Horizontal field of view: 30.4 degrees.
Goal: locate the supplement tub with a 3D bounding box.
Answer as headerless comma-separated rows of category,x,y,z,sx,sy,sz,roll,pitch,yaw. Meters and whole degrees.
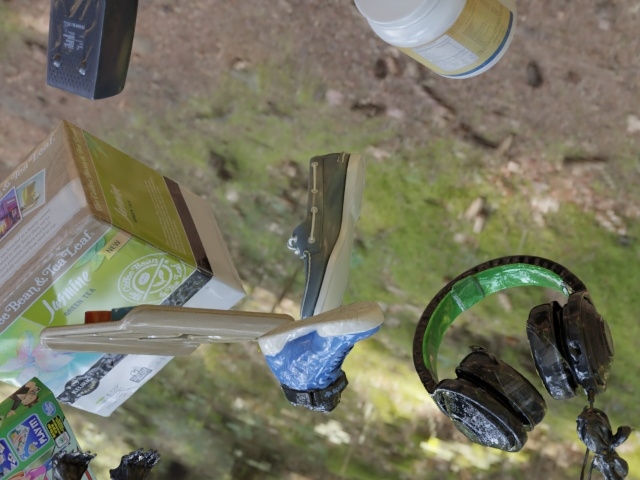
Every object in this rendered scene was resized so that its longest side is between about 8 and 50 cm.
supplement tub,0.144,-0.298,1.481,0.144,0.144,0.199,2,170,35

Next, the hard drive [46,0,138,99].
hard drive,-0.271,-0.302,1.411,0.054,0.255,0.172,0,-167,-34

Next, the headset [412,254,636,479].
headset,0.254,0.152,1.454,0.185,0.243,0.394,55,180,-42

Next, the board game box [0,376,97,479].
board game box,-0.402,0.356,1.567,0.046,0.213,0.317,30,148,37

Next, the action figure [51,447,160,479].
action figure,-0.233,0.349,1.206,0.164,0.276,0.141,8,149,-17

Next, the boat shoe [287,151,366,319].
boat shoe,0.000,0.000,1.955,0.099,0.320,0.116,8,161,13

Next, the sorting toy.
sorting toy,-0.135,0.100,1.343,0.307,0.041,0.229,7,166,-37

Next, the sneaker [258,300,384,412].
sneaker,0.012,0.109,1.063,0.152,0.058,0.085,-20,95,43

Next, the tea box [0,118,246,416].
tea box,-0.354,0.053,1.772,0.329,0.220,0.323,-42,136,18
